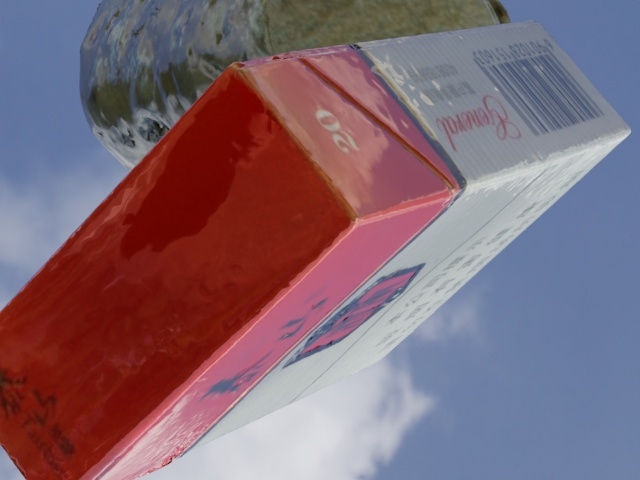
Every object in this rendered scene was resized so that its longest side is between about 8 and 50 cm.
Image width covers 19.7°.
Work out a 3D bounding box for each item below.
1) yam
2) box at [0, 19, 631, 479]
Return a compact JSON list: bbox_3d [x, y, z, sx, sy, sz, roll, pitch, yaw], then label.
[{"bbox_3d":[-0.012,-0.068,0.713,0.107,0.107,0.194,-41,-163,-22],"label":"yam"},{"bbox_3d":[0.000,0.000,0.421,0.048,0.100,0.152,49,-152,10],"label":"box"}]
